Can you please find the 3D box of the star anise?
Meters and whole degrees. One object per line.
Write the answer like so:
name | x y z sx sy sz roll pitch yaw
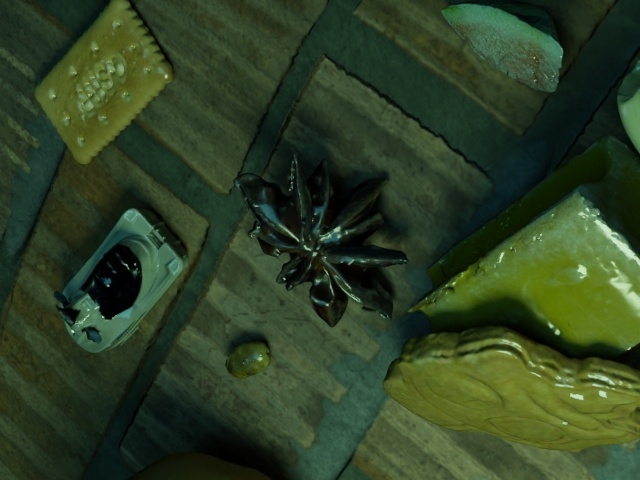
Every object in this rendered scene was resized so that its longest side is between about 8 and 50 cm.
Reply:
star anise | 0.004 -0.001 1.216 0.282 0.129 0.212 43 125 4

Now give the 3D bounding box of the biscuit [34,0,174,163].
biscuit | -0.342 -0.245 1.393 0.249 0.030 0.160 -36 84 31

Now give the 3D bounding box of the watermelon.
watermelon | 0.225 -0.243 1.065 0.180 0.081 0.094 46 137 29

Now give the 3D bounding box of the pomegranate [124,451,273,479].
pomegranate | -0.185 0.514 1.281 0.411 0.411 0.412 7 106 27

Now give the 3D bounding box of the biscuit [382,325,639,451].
biscuit | 0.229 0.191 1.073 0.269 0.051 0.376 33 152 -25

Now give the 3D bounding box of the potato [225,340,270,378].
potato | -0.111 0.181 1.365 0.083 0.040 0.051 -30 92 32

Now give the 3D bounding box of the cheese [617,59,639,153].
cheese | 0.414 -0.099 0.969 0.227 0.137 0.064 45 145 -10

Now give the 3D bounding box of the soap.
soap | 0.308 0.089 1.047 0.304 0.169 0.338 44 138 -3

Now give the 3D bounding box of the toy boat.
toy boat | -0.330 0.079 1.411 0.269 0.141 0.141 -44 79 15
